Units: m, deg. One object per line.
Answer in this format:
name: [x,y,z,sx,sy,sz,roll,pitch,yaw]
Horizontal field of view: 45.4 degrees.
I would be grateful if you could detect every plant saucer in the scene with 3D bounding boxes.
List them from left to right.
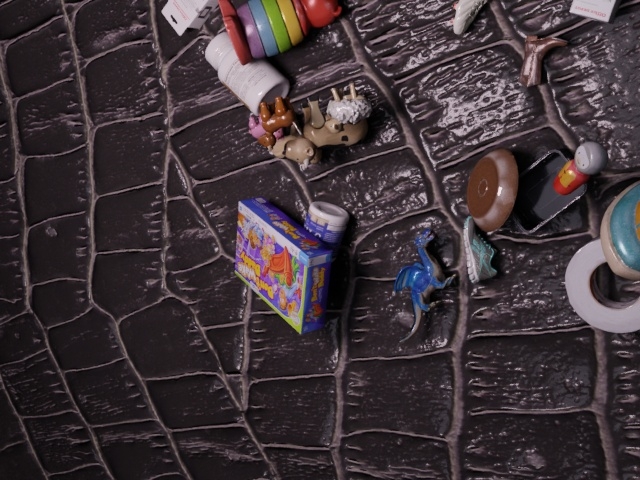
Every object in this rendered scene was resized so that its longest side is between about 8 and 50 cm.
plant saucer: [0.389,-0.120,1.775,0.198,0.036,0.199,-171,90,-72]

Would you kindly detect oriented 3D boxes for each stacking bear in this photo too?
stacking bear: [-0.093,-0.568,1.945,0.288,0.164,0.175,-20,46,1]

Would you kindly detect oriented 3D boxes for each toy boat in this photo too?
toy boat: [0.633,-0.068,1.568,0.318,0.267,0.148,39,148,6]

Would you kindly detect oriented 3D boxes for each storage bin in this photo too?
storage bin: [0.515,-0.115,1.749,0.180,0.084,0.122,-42,77,29]

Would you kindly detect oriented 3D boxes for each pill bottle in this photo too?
pill bottle: [-0.203,-0.456,2.079,0.229,0.131,0.131,45,118,16]
pill bottle: [0.000,0.000,2.058,0.112,0.112,0.187,26,112,24]

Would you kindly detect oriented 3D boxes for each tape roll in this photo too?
tape roll: [0.665,0.093,1.708,0.219,0.072,0.219,6,102,29]

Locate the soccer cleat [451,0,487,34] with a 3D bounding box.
soccer cleat: [0.365,-0.566,1.762,0.076,0.068,0.196,28,109,20]

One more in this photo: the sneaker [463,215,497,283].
sneaker: [0.393,0.020,1.870,0.076,0.065,0.167,-8,99,15]

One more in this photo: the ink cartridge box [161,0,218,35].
ink cartridge box: [-0.359,-0.678,2.168,0.180,0.060,0.104,-43,78,29]

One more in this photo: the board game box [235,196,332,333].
board game box: [-0.107,0.060,2.055,0.347,0.078,0.234,37,130,45]

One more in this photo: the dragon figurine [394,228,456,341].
dragon figurine: [0.246,0.108,1.949,0.144,0.085,0.289,35,115,20]

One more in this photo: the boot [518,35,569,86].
boot: [0.503,-0.401,1.727,0.106,0.037,0.114,17,105,41]

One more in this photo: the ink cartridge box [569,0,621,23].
ink cartridge box: [0.600,-0.535,1.636,0.088,0.052,0.123,24,112,25]

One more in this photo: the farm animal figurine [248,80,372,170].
farm animal figurine: [-0.023,-0.270,1.964,0.326,0.330,0.172,-13,90,3]
